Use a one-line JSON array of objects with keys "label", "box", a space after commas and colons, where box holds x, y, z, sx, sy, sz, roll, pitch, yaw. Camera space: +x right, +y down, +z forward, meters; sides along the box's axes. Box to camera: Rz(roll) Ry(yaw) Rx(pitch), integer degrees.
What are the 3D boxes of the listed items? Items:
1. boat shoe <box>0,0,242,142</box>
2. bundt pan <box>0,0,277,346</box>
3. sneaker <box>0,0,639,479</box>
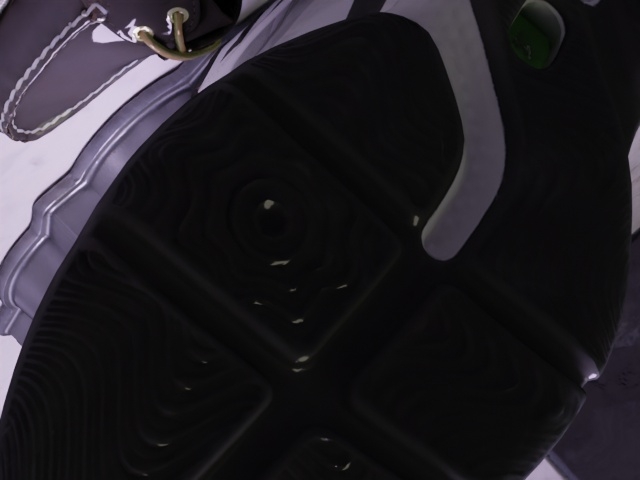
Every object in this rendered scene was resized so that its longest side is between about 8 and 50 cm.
[{"label": "boat shoe", "box": [-0.057, -0.117, 0.646, 0.228, 0.069, 0.081, -44, 165, 12]}, {"label": "bundt pan", "box": [-0.027, -0.003, 0.949, 0.331, 0.124, 0.331, -38, 164, -13]}, {"label": "sneaker", "box": [0.001, 0.000, 0.655, 0.447, 0.169, 0.257, -55, -171, -33]}]
